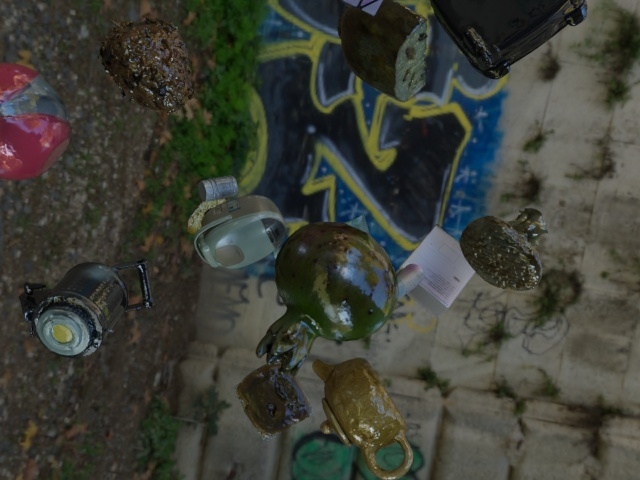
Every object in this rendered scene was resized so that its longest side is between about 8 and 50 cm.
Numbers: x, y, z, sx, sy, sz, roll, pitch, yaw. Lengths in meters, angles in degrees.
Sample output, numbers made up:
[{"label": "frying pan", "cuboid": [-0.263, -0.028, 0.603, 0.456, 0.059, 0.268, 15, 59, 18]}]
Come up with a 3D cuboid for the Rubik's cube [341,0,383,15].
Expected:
[{"label": "Rubik's cube", "cuboid": [0.076, -0.574, 1.424, 0.178, 0.211, 0.190, -39, -161, -31]}]

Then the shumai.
[{"label": "shumai", "cuboid": [0.446, 0.012, 1.587, 0.153, 0.209, 0.161, -40, 146, -31]}]

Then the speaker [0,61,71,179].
[{"label": "speaker", "cuboid": [-0.770, -0.302, 1.672, 0.294, 0.294, 0.294, 10, 90, -89]}]

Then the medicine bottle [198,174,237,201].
[{"label": "medicine bottle", "cuboid": [-0.273, -0.138, 1.797, 0.058, 0.091, 0.058, 33, -51, 51]}]

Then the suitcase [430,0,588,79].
[{"label": "suitcase", "cuboid": [0.485, -0.645, 1.775, 0.339, 0.345, 0.188, 60, 17, 16]}]

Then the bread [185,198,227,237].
[{"label": "bread", "cuboid": [-0.379, -0.090, 2.312, 0.187, 0.103, 0.065, -50, 179, -19]}]

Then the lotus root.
[{"label": "lotus root", "cuboid": [0.145, -0.523, 1.804, 0.149, 0.260, 0.267, -44, 157, -14]}]

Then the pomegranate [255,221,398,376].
[{"label": "pomegranate", "cuboid": [0.022, 0.116, 1.270, 0.242, 0.242, 0.306, 97, 5, -70]}]

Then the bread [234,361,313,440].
[{"label": "bread", "cuboid": [-0.146, 0.490, 2.089, 0.210, 0.192, 0.110, 61, -12, 6]}]

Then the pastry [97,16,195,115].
[{"label": "pastry", "cuboid": [-0.415, -0.444, 1.686, 0.193, 0.275, 0.275, -62, 173, -19]}]

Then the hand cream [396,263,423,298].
[{"label": "hand cream", "cuboid": [0.216, 0.149, 2.011, 0.111, 0.070, 0.312, -54, 165, 31]}]

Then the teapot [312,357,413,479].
[{"label": "teapot", "cuboid": [0.079, 0.379, 1.459, 0.311, 0.167, 0.203, 57, -3, 28]}]

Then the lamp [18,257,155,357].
[{"label": "lamp", "cuboid": [-0.668, 0.200, 1.917, 0.272, 0.374, 0.205, -120, -155, -62]}]

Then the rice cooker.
[{"label": "rice cooker", "cuboid": [-0.181, -0.021, 1.518, 0.145, 0.206, 0.127, 69, 4, -49]}]

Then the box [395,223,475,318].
[{"label": "box", "cuboid": [0.388, 0.099, 2.243, 0.252, 0.203, 0.106, -45, 171, -35]}]

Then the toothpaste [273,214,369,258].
[{"label": "toothpaste", "cuboid": [0.000, 0.000, 2.008, 0.048, 0.296, 0.075, 43, 32, -65]}]
